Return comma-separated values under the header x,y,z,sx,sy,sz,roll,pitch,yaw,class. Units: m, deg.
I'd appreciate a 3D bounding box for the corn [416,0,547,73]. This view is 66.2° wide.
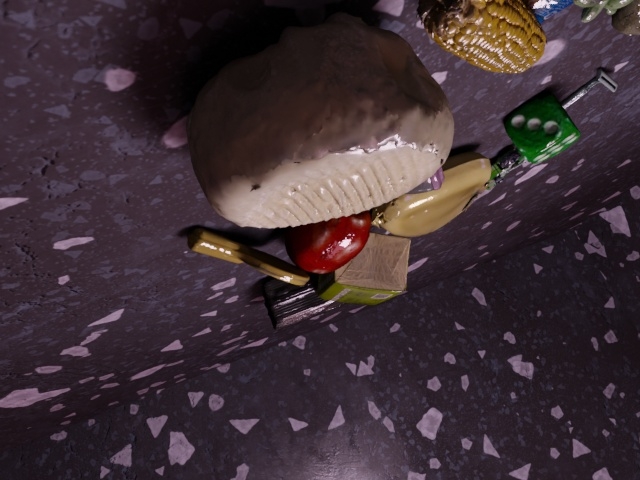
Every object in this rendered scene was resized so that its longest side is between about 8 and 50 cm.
x,y,z,sx,sy,sz,roll,pitch,yaw,class
0.240,-0.308,0.708,0.115,0.115,0.317,-37,158,34,corn

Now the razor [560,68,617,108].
x,y,z,sx,sy,sz,roll,pitch,yaw,class
0.605,-0.335,1.205,0.084,0.036,0.211,14,147,-35,razor

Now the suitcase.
x,y,z,sx,sy,sz,roll,pitch,yaw,class
-0.018,0.174,1.619,0.334,0.152,0.230,-20,165,-12,suitcase

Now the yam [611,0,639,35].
x,y,z,sx,sy,sz,roll,pitch,yaw,class
0.567,-0.424,0.804,0.107,0.107,0.183,-22,164,-4,yam

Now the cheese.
x,y,z,sx,sy,sz,roll,pitch,yaw,class
0.272,-0.108,1.281,0.315,0.128,0.260,-23,153,-16,cheese

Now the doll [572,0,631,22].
x,y,z,sx,sy,sz,roll,pitch,yaw,class
0.446,-0.389,0.750,0.150,0.077,0.115,-21,138,-31,doll

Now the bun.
x,y,z,sx,sy,sz,roll,pitch,yaw,class
-0.005,-0.154,0.678,0.359,0.211,0.360,-13,167,-3,bun

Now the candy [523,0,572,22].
x,y,z,sx,sy,sz,roll,pitch,yaw,class
0.349,-0.378,0.758,0.088,0.038,0.136,-23,164,38,candy

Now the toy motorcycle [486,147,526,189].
x,y,z,sx,sy,sz,roll,pitch,yaw,class
0.503,-0.193,1.407,0.106,0.074,0.190,-20,163,-42,toy motorcycle

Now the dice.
x,y,z,sx,sy,sz,roll,pitch,yaw,class
0.523,-0.260,1.159,0.128,0.120,0.130,-35,160,28,dice

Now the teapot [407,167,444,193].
x,y,z,sx,sy,sz,roll,pitch,yaw,class
0.193,-0.157,1.090,0.145,0.116,0.148,-15,-168,15,teapot

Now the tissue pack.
x,y,z,sx,sy,sz,roll,pitch,yaw,class
0.114,0.083,1.400,0.200,0.168,0.275,9,165,-7,tissue pack

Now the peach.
x,y,z,sx,sy,sz,roll,pitch,yaw,class
-0.003,-0.002,1.194,0.267,0.159,0.153,-34,153,34,peach

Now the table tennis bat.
x,y,z,sx,sy,sz,roll,pitch,yaw,class
-0.159,0.036,1.120,0.320,0.198,0.050,21,96,-43,table tennis bat
